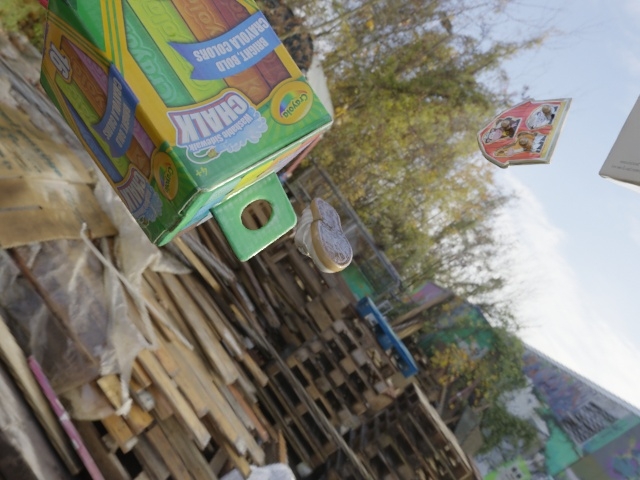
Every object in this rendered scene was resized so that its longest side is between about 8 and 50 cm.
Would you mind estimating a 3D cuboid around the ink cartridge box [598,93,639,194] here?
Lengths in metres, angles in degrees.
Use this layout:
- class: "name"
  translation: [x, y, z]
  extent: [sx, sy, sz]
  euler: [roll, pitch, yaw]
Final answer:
- class: "ink cartridge box"
  translation: [0.498, -0.189, 0.593]
  extent: [0.207, 0.354, 0.119]
  euler: [22, 12, -7]

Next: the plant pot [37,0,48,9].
- class: "plant pot"
  translation: [-0.261, -0.383, 0.691]
  extent: [0.191, 0.191, 0.174]
  euler: [55, 38, -6]

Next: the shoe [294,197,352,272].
- class: "shoe"
  translation: [0.000, 0.000, 0.831]
  extent: [0.076, 0.058, 0.219]
  euler: [40, 16, -16]

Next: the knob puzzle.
- class: "knob puzzle"
  translation: [0.422, -0.239, 1.185]
  extent: [0.030, 0.213, 0.213]
  euler: [42, 11, -38]

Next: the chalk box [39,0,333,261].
- class: "chalk box"
  translation: [-0.127, -0.121, 0.577]
  extent: [0.289, 0.180, 0.179]
  euler: [55, -34, -3]
